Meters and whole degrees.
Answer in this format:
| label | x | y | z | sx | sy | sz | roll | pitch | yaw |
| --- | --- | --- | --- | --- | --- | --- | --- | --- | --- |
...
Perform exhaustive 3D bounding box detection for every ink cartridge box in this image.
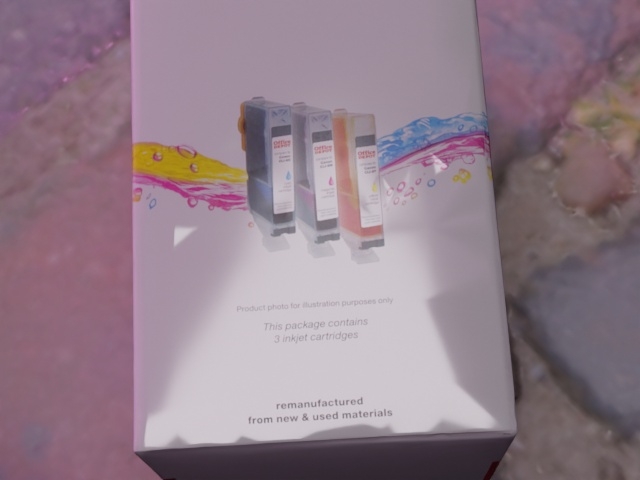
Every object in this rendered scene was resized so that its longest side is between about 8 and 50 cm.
| label | x | y | z | sx | sy | sz | roll | pitch | yaw |
| --- | --- | --- | --- | --- | --- | --- | --- | --- | --- |
| ink cartridge box | 0.000 | 0.000 | 0.530 | 0.127 | 0.128 | 0.176 | -3 | 72 | 2 |
